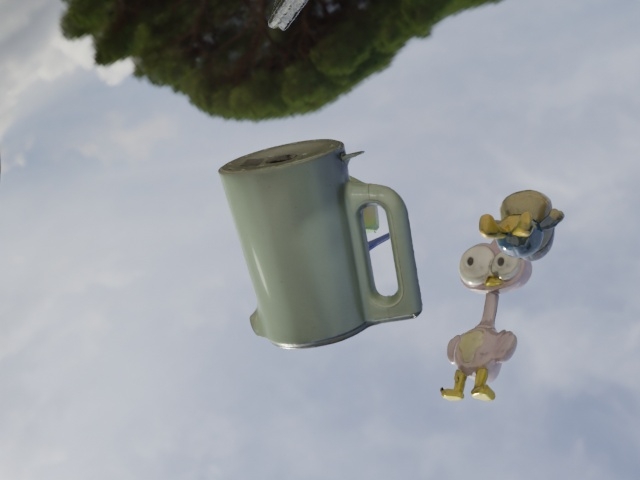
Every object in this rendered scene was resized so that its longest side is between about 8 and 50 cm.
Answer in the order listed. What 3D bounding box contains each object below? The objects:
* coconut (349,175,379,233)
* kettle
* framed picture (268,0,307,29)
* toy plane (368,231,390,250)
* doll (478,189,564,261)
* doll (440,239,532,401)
[{"bbox_3d":[0.030,-0.042,1.259,0.082,0.081,0.083,-15,177,34],"label":"coconut"},{"bbox_3d":[-0.003,-0.001,0.813,0.127,0.148,0.098,-17,-166,-16],"label":"kettle"},{"bbox_3d":[0.053,-0.254,0.413,0.347,0.016,0.265,153,-47,-73],"label":"framed picture"},{"bbox_3d":[0.045,0.015,1.370,0.167,0.054,0.062,-27,-144,-16],"label":"toy plane"},{"bbox_3d":[0.246,-0.020,1.264,0.102,0.179,0.088,-4,-98,20],"label":"doll"},{"bbox_3d":[0.325,0.138,2.017,0.160,0.094,0.365,-11,-120,47],"label":"doll"}]
